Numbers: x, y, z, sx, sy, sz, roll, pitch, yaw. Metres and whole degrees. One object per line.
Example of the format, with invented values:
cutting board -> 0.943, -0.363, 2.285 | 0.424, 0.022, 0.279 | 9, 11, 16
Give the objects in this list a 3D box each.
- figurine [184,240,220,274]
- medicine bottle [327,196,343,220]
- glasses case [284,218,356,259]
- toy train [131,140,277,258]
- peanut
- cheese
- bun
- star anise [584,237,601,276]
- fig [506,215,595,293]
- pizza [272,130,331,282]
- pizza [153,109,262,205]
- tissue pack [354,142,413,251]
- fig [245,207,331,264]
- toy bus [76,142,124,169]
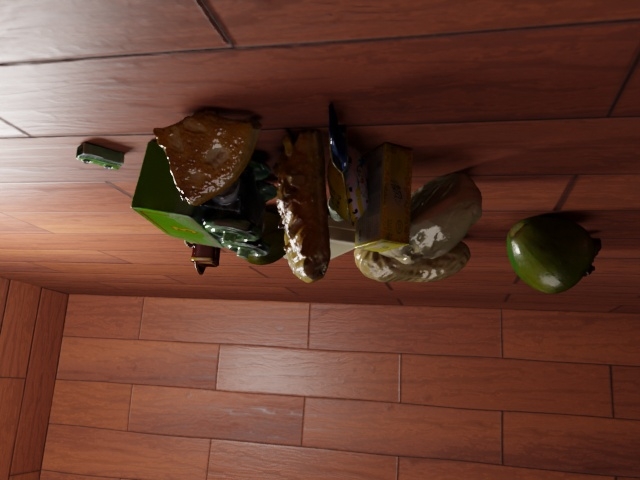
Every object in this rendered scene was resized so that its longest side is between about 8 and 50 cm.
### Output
figurine -> -0.321, 0.016, 1.613 | 0.098, 0.154, 0.082 | 7, 167, 0
medicine bottle -> 0.042, -0.075, 1.357 | 0.047, 0.047, 0.083 | 2, 167, 5
glasses case -> 0.000, 0.000, 1.640 | 0.131, 0.070, 0.313 | 9, 166, -18
toy train -> -0.217, -0.073, 1.191 | 0.249, 0.173, 0.307 | 8, 167, 7
peanut -> 0.249, 0.040, 1.609 | 0.325, 0.140, 0.153 | -1, 125, -9
cheese -> 0.041, -0.116, 0.984 | 0.064, 0.157, 0.250 | -7, 150, 10
bun -> 0.215, -0.034, 1.144 | 0.237, 0.210, 0.116 | -20, 111, 50
star anise -> 0.631, 0.050, 1.574 | 0.190, 0.126, 0.220 | -1, 164, 3
fig -> 0.530, 0.023, 1.397 | 0.191, 0.181, 0.181 | 29, 161, -12
pizza -> -0.036, -0.032, 1.080 | 0.087, 0.268, 0.258 | -4, 163, -5
pizza -> -0.200, -0.149, 0.987 | 0.161, 0.182, 0.062 | 25, -155, -11
tissue pack -> 0.113, -0.073, 1.065 | 0.062, 0.176, 0.095 | 9, 166, -26
fig -> -0.095, -0.037, 1.488 | 0.259, 0.151, 0.151 | -24, 165, 0
toy bus -> -0.426, -0.163, 1.152 | 0.083, 0.031, 0.037 | 14, 156, -38
